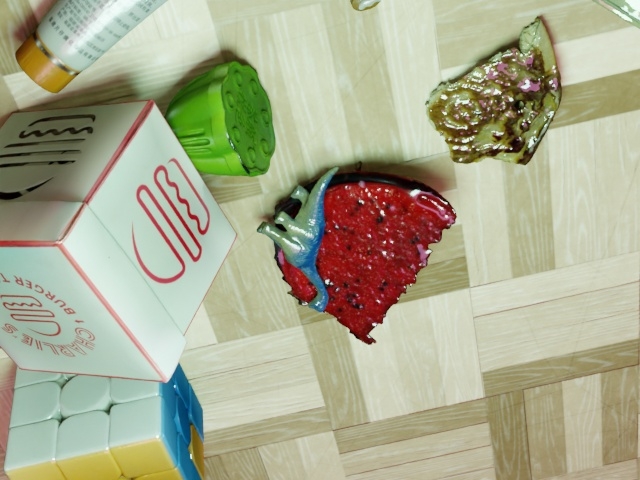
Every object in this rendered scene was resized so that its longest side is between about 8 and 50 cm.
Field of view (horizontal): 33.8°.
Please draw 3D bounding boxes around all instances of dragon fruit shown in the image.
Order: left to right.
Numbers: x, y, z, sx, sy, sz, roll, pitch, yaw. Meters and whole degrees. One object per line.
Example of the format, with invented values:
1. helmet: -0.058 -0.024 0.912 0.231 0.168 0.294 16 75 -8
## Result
1. dragon fruit: 0.057 -0.012 1.828 0.282 0.100 0.344 30 124 -6

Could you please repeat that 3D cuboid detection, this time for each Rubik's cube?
1. Rubik's cube: -0.389 0.370 1.969 0.291 0.290 0.292 -13 132 2

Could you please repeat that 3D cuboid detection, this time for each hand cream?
1. hand cream: -0.307 -0.346 1.504 0.314 0.089 0.140 -37 117 16

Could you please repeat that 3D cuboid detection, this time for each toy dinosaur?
1. toy dinosaur: 0.000 0.000 1.776 0.188 0.075 0.248 36 119 -14

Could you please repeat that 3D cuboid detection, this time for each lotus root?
1. lotus root: -0.180 -0.174 1.632 0.186 0.186 0.186 -4 131 -5

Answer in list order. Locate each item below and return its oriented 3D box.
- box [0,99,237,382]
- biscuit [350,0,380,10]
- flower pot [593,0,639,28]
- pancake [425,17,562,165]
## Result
1. box: -0.358 0.000 1.589 0.314 0.300 0.312 0 138 31
2. biscuit: 0.052 -0.429 1.524 0.138 0.031 0.205 -28 127 15
3. flower pot: 0.485 -0.413 1.452 0.307 0.307 0.244 24 107 -26
4. pancake: 0.307 -0.217 1.727 0.257 0.056 0.212 -31 121 27
